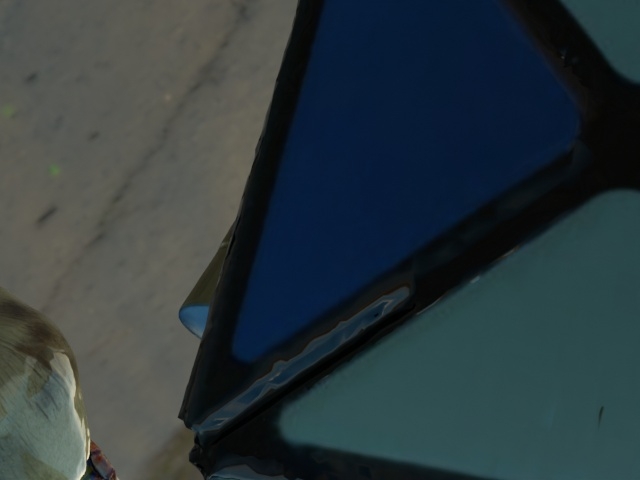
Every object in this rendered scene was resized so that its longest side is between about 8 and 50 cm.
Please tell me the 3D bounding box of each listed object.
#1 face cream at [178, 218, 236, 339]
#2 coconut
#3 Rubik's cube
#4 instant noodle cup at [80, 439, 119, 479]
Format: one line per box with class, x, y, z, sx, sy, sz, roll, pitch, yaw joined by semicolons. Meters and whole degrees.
face cream;0.000;0.000;1.322;0.285;0.139;0.067;-59;-179;-42
coconut;-0.297;0.133;1.317;0.224;0.224;0.224;-37;168;-9
Rubik's cube;0.123;0.014;0.560;0.248;0.246;0.250;49;51;-62
instant noodle cup;-0.361;0.318;1.717;0.250;0.250;0.192;-49;-173;41
